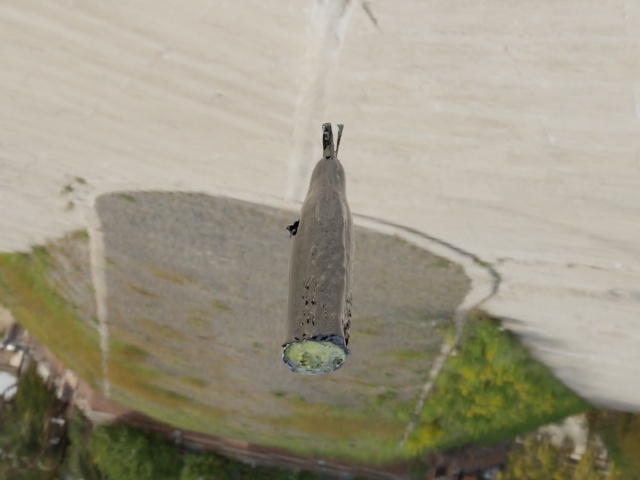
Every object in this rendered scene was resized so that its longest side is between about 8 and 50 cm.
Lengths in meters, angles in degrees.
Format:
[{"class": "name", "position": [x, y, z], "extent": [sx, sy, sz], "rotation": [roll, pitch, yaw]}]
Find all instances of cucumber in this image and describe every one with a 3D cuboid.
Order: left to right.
[{"class": "cucumber", "position": [0.000, 0.000, 0.489], "extent": [0.038, 0.163, 0.043], "rotation": [5, 133, -4]}]
